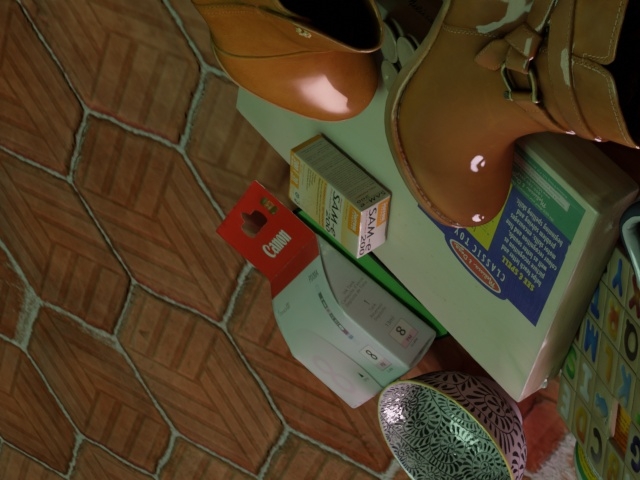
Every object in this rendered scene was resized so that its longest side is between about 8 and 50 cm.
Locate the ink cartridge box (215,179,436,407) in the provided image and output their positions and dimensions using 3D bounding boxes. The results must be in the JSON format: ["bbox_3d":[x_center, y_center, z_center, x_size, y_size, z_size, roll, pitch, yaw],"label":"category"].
[{"bbox_3d":[-0.012,0.059,1.890,0.232,0.066,0.189,37,158,-3],"label":"ink cartridge box"}]

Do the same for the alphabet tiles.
[{"bbox_3d":[0.232,0.092,1.563,0.237,0.009,0.198,-118,28,-63],"label":"alphabet tiles"}]

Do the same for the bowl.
[{"bbox_3d":[0.145,0.184,1.853,0.170,0.080,0.170,31,143,27],"label":"bowl"}]

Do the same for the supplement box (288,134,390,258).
[{"bbox_3d":[0.015,-0.039,1.678,0.098,0.036,0.062,41,147,31],"label":"supplement box"}]

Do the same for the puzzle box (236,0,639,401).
[{"bbox_3d":[0.083,-0.082,1.625,0.409,0.052,0.272,47,148,23],"label":"puzzle box"}]

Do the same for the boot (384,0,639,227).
[{"bbox_3d":[0.158,-0.104,1.348,0.220,0.109,0.283,27,129,41],"label":"boot"}]

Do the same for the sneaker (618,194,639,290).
[{"bbox_3d":[0.346,0.040,1.384,0.282,0.153,0.099,42,148,13],"label":"sneaker"}]

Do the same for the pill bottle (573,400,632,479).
[{"bbox_3d":[0.294,0.144,1.591,0.117,0.117,0.208,39,146,18],"label":"pill bottle"}]

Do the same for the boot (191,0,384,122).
[{"bbox_3d":[-0.010,-0.160,1.422,0.295,0.104,0.211,39,173,-37],"label":"boot"}]

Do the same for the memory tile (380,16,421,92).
[{"bbox_3d":[0.082,-0.100,1.519,0.113,0.012,0.148,44,151,53],"label":"memory tile"}]

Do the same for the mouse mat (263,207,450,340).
[{"bbox_3d":[0.034,0.038,1.856,0.189,0.007,0.152,44,157,-9],"label":"mouse mat"}]

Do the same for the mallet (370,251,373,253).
[{"bbox_3d":[0.000,0.000,1.890,0.062,0.039,0.189,53,152,-9],"label":"mallet"}]
